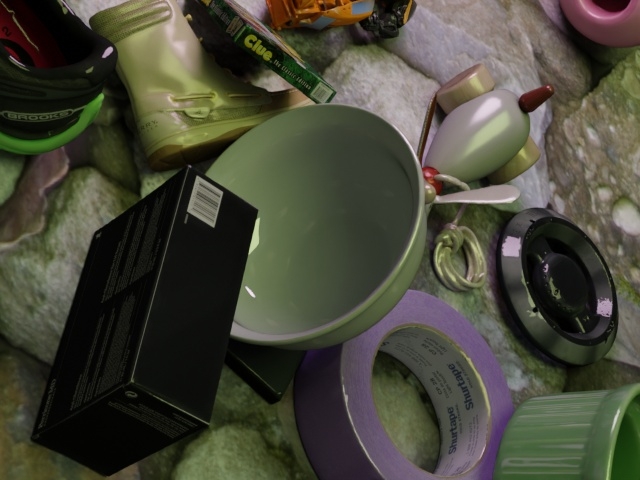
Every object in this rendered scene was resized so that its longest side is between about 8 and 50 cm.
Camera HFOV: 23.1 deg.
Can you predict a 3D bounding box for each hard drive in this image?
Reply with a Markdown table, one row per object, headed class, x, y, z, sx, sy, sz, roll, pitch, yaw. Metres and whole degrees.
| class | x | y | z | sx | sy | sz | roll | pitch | yaw |
| --- | --- | --- | --- | --- | --- | --- | --- | --- | --- |
| hard drive | -0.058 | 0.107 | 1.783 | 0.094 | 0.022 | 0.135 | 44 | 45 | -16 |

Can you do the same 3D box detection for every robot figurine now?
| class | x | y | z | sx | sy | sz | roll | pitch | yaw |
| --- | --- | --- | --- | --- | --- | --- | --- | --- | --- |
| robot figurine | 0.026 | -0.363 | 2.066 | 0.291 | 0.085 | 0.211 | -17 | 81 | -46 |

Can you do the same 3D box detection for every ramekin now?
| class | x | y | z | sx | sy | sz | roll | pitch | yaw |
| --- | --- | --- | --- | --- | --- | --- | --- | --- | --- |
| ramekin | 0.315 | 0.319 | 1.847 | 0.303 | 0.148 | 0.304 | 7 | 82 | -62 |

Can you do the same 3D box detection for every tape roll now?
| class | x | y | z | sx | sy | sz | roll | pitch | yaw |
| --- | --- | --- | --- | --- | --- | --- | --- | --- | --- |
| tape roll | 0.103 | 0.200 | 1.832 | 0.274 | 0.090 | 0.275 | 22 | 54 | -34 |

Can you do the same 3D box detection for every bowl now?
| class | x | y | z | sx | sy | sz | roll | pitch | yaw |
| --- | --- | --- | --- | --- | --- | --- | --- | --- | --- |
| bowl | 0.001 | 0.006 | 1.723 | 0.134 | 0.297 | 0.298 | 46 | 39 | -50 |

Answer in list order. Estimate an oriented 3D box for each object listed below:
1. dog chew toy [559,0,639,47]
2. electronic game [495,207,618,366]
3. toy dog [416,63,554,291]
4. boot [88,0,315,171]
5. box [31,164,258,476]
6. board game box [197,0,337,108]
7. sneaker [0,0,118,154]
| class | x | y | z | sx | sy | sz | roll | pitch | yaw |
| --- | --- | --- | --- | --- | --- | --- | --- | --- | --- |
| dog chew toy | 0.504 | -0.424 | 2.462 | 0.207 | 0.206 | 0.332 | 59 | 35 | 0 |
| electronic game | 0.325 | 0.062 | 2.136 | 0.229 | 0.048 | 0.229 | 20 | 57 | -33 |
| toy dog | 0.205 | -0.117 | 2.041 | 0.220 | 0.161 | 0.334 | 38 | 48 | -21 |
| boot | -0.135 | -0.201 | 1.831 | 0.262 | 0.095 | 0.203 | -20 | 81 | -43 |
| box | -0.174 | 0.081 | 1.575 | 0.103 | 0.184 | 0.261 | 33 | 50 | -28 |
| board game box | -0.072 | -0.237 | 1.834 | 0.136 | 0.030 | 0.260 | 37 | 7 | -27 |
| sneaker | -0.387 | -0.305 | 1.575 | 0.483 | 0.202 | 0.185 | 44 | 45 | -16 |
